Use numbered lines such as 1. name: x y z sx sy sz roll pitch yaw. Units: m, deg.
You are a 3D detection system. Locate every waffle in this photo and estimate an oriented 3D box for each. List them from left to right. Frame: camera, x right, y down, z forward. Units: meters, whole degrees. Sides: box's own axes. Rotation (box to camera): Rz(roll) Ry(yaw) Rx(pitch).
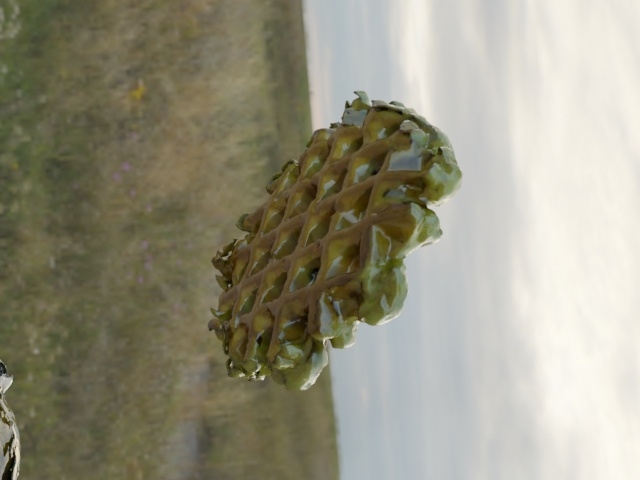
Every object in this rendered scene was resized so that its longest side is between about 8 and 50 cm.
1. waffle: 0.000 0.000 1.111 0.302 0.068 0.325 -51 -155 9

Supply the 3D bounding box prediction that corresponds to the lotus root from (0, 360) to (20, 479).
1. lotus root: -0.338 0.199 0.666 0.179 0.397 0.196 13 -33 50
